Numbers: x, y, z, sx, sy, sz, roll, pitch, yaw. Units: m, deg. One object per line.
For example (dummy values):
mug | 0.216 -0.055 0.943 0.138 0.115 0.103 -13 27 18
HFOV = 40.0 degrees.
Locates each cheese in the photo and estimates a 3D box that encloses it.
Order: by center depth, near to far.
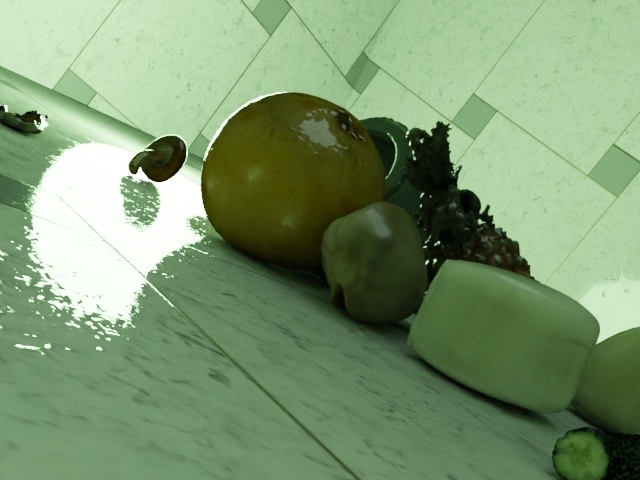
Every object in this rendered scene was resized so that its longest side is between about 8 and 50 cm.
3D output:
cheese | 0.496 0.203 1.304 0.247 0.251 0.173 10 -7 34

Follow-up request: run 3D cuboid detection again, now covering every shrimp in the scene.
shrimp | -0.462 -0.192 1.354 0.091 0.034 0.161 26 4 -9

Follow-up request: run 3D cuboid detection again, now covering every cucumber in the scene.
cucumber | 0.268 0.205 0.819 0.058 0.058 0.187 30 6 38

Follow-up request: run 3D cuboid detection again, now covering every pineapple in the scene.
pineapple | 0.199 0.004 1.243 0.361 0.175 0.175 64 -13 -23

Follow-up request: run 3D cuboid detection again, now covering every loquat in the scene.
loquat | -0.037 -0.077 1.237 0.263 0.263 0.263 27 3 -2

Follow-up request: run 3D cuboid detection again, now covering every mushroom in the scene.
mushroom | -0.293 -0.136 1.555 0.088 0.073 0.129 25 40 26

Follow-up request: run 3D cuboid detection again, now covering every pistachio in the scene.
pistachio | 0.075 0.037 1.122 0.126 0.152 0.223 25 -17 29

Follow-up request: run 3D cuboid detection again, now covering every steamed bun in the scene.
steamed bun | 0.237 0.119 1.062 0.164 0.146 0.241 24 1 41

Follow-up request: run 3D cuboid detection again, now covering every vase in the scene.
vase | 0.121 -0.046 1.607 0.245 0.245 0.291 31 -14 48

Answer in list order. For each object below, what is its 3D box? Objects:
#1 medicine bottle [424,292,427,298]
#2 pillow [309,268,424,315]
medicine bottle | 0.241 0.085 2.052 0.260 0.095 0.095 30 5 43
pillow | 0.064 0.064 1.321 0.208 0.053 0.119 21 -8 28
